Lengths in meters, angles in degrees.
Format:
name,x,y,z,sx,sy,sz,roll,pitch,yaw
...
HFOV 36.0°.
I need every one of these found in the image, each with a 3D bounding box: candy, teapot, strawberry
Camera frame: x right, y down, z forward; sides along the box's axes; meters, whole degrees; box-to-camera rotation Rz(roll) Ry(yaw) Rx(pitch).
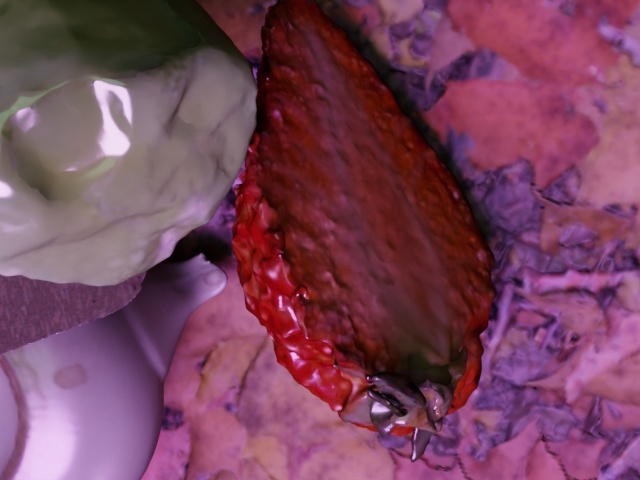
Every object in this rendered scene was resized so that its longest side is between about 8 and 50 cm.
name,x,y,z,sx,sy,sz,roll,pitch,yaw
candy,-0.165,-0.123,0.499,0.343,0.132,0.142,47,120,34
teapot,-0.186,0.138,0.584,0.220,0.149,0.318,9,99,10
strawberry,0.005,0.002,0.530,0.175,0.236,0.106,29,133,-31

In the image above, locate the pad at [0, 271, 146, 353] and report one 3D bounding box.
name,x,y,z,sx,sy,sz,roll,pitch,yaw
pad,-0.201,-0.038,0.537,0.176,0.002,0.266,-20,52,-7
